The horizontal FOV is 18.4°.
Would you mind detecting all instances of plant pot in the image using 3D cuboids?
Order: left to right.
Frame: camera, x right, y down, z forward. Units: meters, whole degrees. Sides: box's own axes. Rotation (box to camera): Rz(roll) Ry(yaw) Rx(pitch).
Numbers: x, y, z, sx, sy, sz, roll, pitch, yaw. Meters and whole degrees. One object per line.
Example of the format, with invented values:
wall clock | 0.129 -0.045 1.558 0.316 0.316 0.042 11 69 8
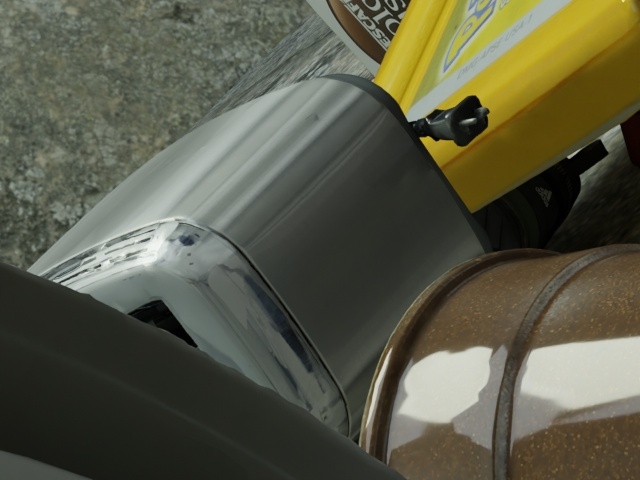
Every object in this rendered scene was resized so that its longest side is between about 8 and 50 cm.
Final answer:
plant pot | 0.124 0.062 0.491 0.165 0.167 0.167 -21 23 44

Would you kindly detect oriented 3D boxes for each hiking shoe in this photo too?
hiking shoe | 0.074 -0.001 1.137 0.114 0.086 0.227 -30 7 -31

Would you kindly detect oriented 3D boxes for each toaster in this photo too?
toaster | -0.037 0.032 0.768 0.227 0.129 0.146 -26 13 40

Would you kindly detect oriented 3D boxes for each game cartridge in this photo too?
game cartridge | 0.118 -0.144 0.970 0.323 0.052 0.285 -32 29 58

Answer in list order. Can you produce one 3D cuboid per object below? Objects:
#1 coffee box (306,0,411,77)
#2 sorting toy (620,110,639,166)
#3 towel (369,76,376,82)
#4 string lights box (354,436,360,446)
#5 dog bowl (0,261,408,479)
coffee box | 0.133 -0.358 1.567 0.338 0.337 0.334 -48 12 -26
sorting toy | 0.193 -0.106 0.957 0.127 0.126 0.365 -42 10 1
towel | -0.007 -0.048 1.361 0.237 0.037 0.329 -46 10 -38
string lights box | -0.058 0.188 0.779 0.133 0.077 0.260 -13 29 44
dog bowl | -0.034 0.139 0.299 0.102 0.349 0.349 -52 7 18
